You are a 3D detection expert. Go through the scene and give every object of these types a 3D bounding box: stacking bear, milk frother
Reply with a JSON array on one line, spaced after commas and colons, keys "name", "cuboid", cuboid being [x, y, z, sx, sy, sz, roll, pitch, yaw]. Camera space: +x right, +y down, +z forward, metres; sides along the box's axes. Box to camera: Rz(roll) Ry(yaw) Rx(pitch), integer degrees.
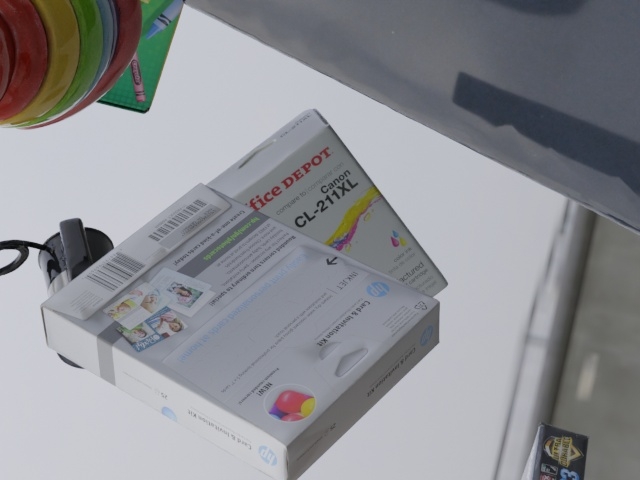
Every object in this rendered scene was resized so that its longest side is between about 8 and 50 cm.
[{"name": "stacking bear", "cuboid": [-0.259, -0.155, 1.466, 0.289, 0.164, 0.175, -47, -60, -69]}, {"name": "milk frother", "cuboid": [-0.282, 0.058, 1.966, 0.129, 0.143, 0.134, 61, -173, -46]}]

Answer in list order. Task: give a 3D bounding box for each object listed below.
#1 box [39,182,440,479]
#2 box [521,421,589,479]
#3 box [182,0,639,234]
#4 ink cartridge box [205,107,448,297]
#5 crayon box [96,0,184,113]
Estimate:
[{"name": "box", "cuboid": [-0.046, 0.049, 1.096, 0.145, 0.186, 0.038, -41, -37, -36]}, {"name": "box", "cuboid": [0.235, 0.412, 2.180, 0.295, 0.073, 0.293, -70, -7, -59]}, {"name": "box", "cuboid": [0.235, -0.240, 1.445, 0.472, 0.480, 0.297, -27, -39, -58]}, {"name": "ink cartridge box", "cuboid": [0.000, 0.000, 1.542, 0.175, 0.127, 0.072, 52, -179, -19]}, {"name": "crayon box", "cuboid": [-0.166, -0.283, 1.786, 0.165, 0.081, 0.278, -99, 27, -56]}]
